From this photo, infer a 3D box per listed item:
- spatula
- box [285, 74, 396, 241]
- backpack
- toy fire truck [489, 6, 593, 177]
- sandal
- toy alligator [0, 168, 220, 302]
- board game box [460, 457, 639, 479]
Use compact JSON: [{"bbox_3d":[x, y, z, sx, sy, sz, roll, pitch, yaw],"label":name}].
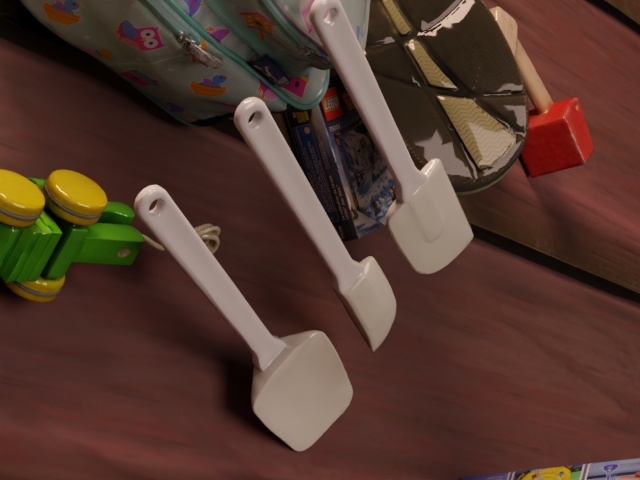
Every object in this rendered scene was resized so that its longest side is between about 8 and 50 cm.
[{"bbox_3d":[0.000,0.000,0.775,0.168,0.019,0.242,-47,145,-11],"label":"spatula"},{"bbox_3d":[0.035,-0.061,0.943,0.137,0.027,0.094,-26,102,-54],"label":"box"},{"bbox_3d":[-0.061,-0.158,0.749,0.188,0.144,0.166,26,65,-44],"label":"backpack"},{"bbox_3d":[0.116,-0.118,1.054,0.135,0.047,0.192,-43,114,-51],"label":"toy fire truck"},{"bbox_3d":[0.031,-0.161,0.916,0.120,0.086,0.303,-12,76,-13],"label":"sandal"},{"bbox_3d":[-0.123,-0.009,0.698,0.051,0.056,0.189,45,26,26],"label":"toy alligator"},{"bbox_3d":[0.157,0.192,0.884,0.035,0.201,0.136,51,44,-32],"label":"board game box"}]
